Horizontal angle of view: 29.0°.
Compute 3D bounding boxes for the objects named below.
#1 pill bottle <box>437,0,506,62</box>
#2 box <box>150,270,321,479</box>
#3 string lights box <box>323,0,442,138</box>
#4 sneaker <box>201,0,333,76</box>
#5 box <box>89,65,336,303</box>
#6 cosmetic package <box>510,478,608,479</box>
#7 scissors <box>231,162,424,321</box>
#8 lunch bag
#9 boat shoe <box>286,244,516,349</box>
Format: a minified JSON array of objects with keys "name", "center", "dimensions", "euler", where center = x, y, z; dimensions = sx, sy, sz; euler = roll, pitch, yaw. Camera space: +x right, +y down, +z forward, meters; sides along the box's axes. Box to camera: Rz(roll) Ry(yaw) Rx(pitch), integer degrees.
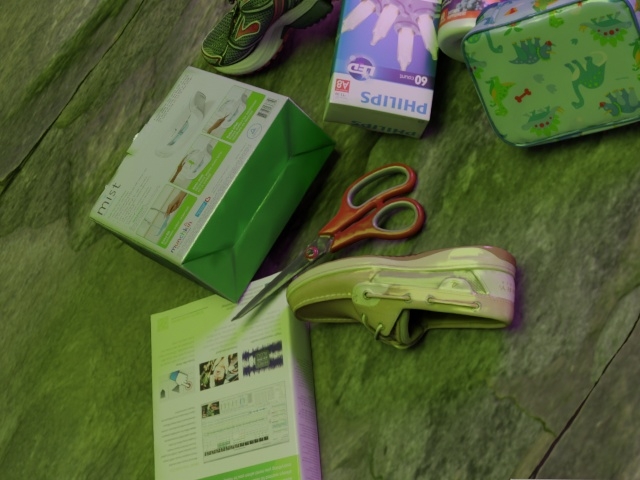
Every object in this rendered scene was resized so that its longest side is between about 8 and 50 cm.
[{"name":"pill bottle","center":[0.212,-0.331,1.575],"dimensions":[0.108,0.108,0.193],"euler":[-3,70,34]},{"name":"box","center":[-0.116,0.222,1.616],"dimensions":[0.232,0.058,0.322],"euler":[-19,61,28]},{"name":"string lights box","center":[0.089,-0.274,1.619],"dimensions":[0.133,0.077,0.259],"euler":[10,74,-4]},{"name":"sneaker","center":[-0.089,-0.335,1.744],"dimensions":[0.299,0.112,0.120],"euler":[-32,49,50]},{"name":"box","center":[-0.152,-0.083,1.680],"dimensions":[0.231,0.127,0.262],"euler":[22,77,45]},{"name":"cosmetic package","center":[0.315,0.299,1.285],"dimensions":[0.239,0.060,0.098],"euler":[-7,67,32]},{"name":"scissors","center":[0.000,0.000,1.604],"dimensions":[0.297,0.021,0.109],"euler":[-28,64,7]},{"name":"lunch bag","center":[0.287,-0.206,1.439],"dimensions":[0.219,0.176,0.090],"euler":[-13,26,32]},{"name":"boat shoe","center":[0.091,0.077,1.501],"dimensions":[0.302,0.109,0.098],"euler":[-8,66,26]}]
